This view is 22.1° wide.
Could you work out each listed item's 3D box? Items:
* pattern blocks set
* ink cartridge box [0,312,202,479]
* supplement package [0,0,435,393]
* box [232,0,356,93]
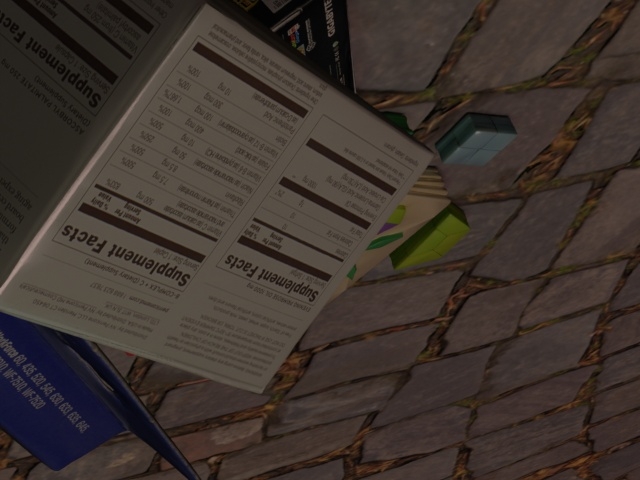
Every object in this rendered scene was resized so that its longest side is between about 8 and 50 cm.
[{"bbox_3d":[0.000,0.000,1.305,0.285,0.026,0.325,-5,150,-30],"label":"pattern blocks set"},{"bbox_3d":[-0.215,0.022,0.877,0.072,0.307,0.304,-45,157,-11],"label":"ink cartridge box"},{"bbox_3d":[-0.118,-0.076,0.751,0.145,0.262,0.204,-53,147,6],"label":"supplement package"},{"bbox_3d":[-0.059,-0.071,1.026,0.175,0.051,0.220,-38,158,-13],"label":"box"}]
